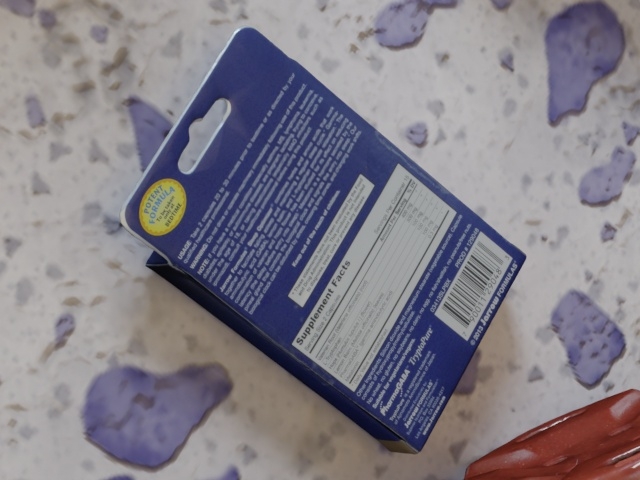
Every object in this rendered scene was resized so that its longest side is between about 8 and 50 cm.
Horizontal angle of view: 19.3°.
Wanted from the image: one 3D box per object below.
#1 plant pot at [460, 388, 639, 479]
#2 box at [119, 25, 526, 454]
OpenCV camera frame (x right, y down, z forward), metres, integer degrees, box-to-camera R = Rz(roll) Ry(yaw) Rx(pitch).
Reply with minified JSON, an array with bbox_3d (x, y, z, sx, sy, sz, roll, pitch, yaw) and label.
[{"bbox_3d":[0.200,0.226,1.030,0.272,0.272,0.265,-25,93,-28],"label":"plant pot"},{"bbox_3d":[0.000,0.000,1.035,0.225,0.036,0.136,39,70,-24],"label":"box"}]
